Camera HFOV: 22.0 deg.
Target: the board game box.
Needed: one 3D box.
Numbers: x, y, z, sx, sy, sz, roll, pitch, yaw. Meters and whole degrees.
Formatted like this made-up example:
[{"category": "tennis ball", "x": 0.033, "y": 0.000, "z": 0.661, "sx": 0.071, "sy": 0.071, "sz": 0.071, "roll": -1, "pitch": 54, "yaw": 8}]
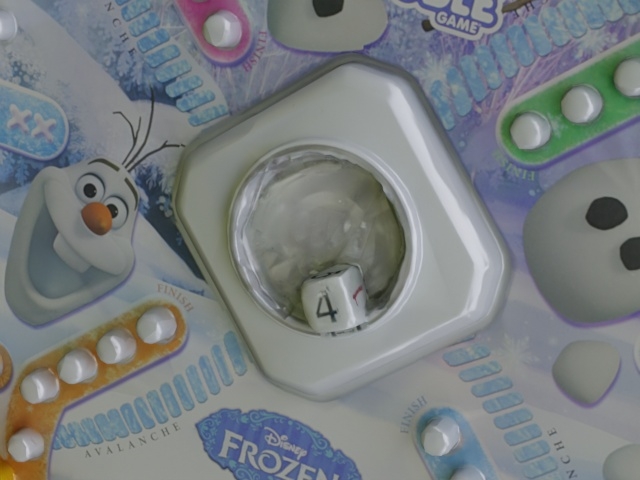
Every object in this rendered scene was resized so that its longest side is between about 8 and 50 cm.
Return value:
[{"category": "board game box", "x": 0.000, "y": 0.000, "z": 0.664, "sx": 0.050, "sy": 0.390, "sz": 0.390, "roll": -30, "pitch": 138, "yaw": -65}]
